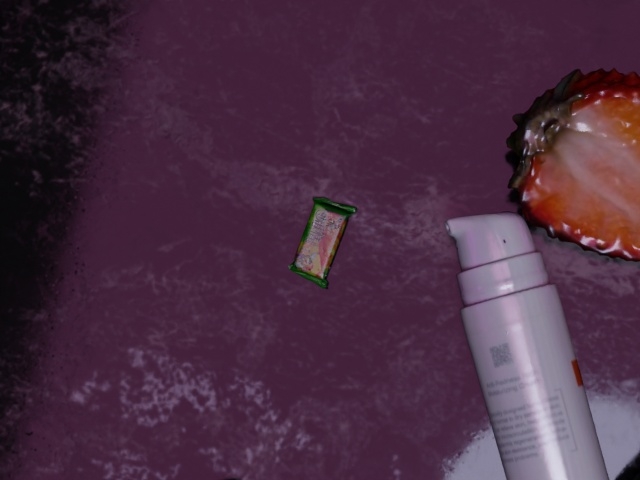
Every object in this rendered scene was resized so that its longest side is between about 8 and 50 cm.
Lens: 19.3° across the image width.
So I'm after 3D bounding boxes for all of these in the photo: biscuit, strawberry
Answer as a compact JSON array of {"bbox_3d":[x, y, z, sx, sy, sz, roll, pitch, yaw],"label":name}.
[{"bbox_3d":[0.000,0.000,1.911,0.046,0.016,0.089,21,88,6],"label":"biscuit"},{"bbox_3d":[0.300,-0.075,1.850,0.236,0.111,0.190,37,119,-15],"label":"strawberry"}]

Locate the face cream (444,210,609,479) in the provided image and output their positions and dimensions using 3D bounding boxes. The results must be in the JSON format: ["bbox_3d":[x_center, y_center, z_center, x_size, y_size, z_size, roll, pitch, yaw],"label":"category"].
[{"bbox_3d":[0.205,0.138,1.842,0.102,0.102,0.345,-14,86,4],"label":"face cream"}]

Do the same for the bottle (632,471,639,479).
[{"bbox_3d":[0.419,0.180,1.782,0.144,0.144,0.336,44,85,6],"label":"bottle"}]
